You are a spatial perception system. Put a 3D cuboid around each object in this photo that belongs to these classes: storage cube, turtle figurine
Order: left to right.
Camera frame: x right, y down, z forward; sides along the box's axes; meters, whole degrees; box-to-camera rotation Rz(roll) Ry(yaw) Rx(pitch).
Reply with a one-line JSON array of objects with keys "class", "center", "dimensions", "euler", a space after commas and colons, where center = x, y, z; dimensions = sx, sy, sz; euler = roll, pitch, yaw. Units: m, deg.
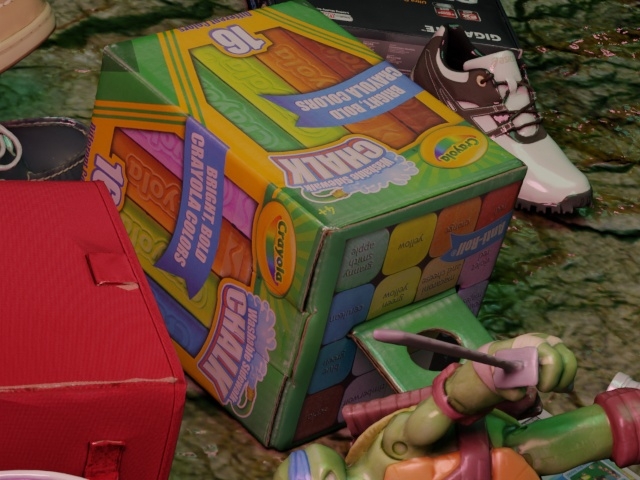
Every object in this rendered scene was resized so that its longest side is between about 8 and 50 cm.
[{"class": "storage cube", "center": [-0.198, 0.091, 1.029], "dimensions": [0.193, 0.183, 0.215], "euler": [0, 36, -21]}, {"class": "turtle figurine", "center": [0.122, 0.153, 1.040], "dimensions": [0.266, 0.275, 0.197], "euler": [-4, 78, -16]}]

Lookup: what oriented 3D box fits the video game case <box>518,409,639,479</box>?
[{"class": "video game case", "center": [0.142, 0.172, 1.196], "dimensions": [0.143, 0.019, 0.157], "euler": [35, 37, 27]}]

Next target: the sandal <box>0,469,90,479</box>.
[{"class": "sandal", "center": [-0.062, 0.221, 0.782], "dimensions": [0.169, 0.102, 0.416], "euler": [-24, 48, -20]}]

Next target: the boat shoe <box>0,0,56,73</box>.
[{"class": "boat shoe", "center": [-0.338, -0.126, 1.277], "dimensions": [0.341, 0.110, 0.122], "euler": [-22, 16, -25]}]

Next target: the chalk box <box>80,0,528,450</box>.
[{"class": "chalk box", "center": [0.000, 0.000, 1.247], "dimensions": [0.180, 0.179, 0.289], "euler": [-20, 46, -41]}]

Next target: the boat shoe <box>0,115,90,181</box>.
[{"class": "boat shoe", "center": [-0.249, -0.049, 1.312], "dimensions": [0.254, 0.079, 0.095], "euler": [-17, 43, -40]}]

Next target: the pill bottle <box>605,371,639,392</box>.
[{"class": "pill bottle", "center": [0.228, 0.119, 1.285], "dimensions": [0.083, 0.043, 0.043], "euler": [27, 35, 18]}]

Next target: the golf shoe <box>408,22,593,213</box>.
[{"class": "golf shoe", "center": [0.141, -0.097, 1.527], "dimensions": [0.077, 0.094, 0.198], "euler": [-19, 47, -42]}]

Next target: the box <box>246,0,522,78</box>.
[{"class": "box", "center": [0.047, -0.201, 1.681], "dimensions": [0.220, 0.051, 0.175], "euler": [6, 34, -14]}]
